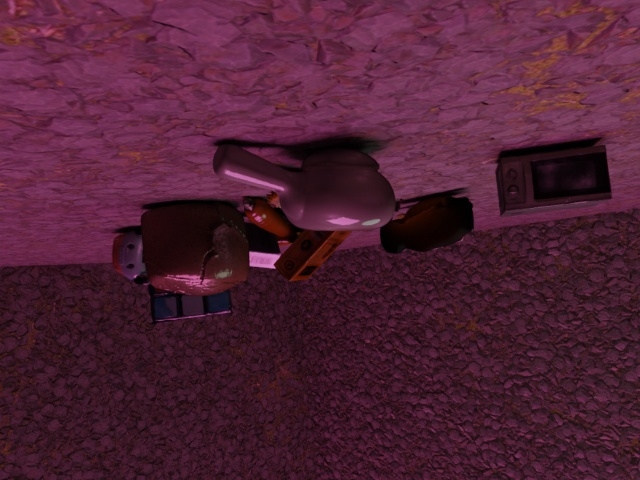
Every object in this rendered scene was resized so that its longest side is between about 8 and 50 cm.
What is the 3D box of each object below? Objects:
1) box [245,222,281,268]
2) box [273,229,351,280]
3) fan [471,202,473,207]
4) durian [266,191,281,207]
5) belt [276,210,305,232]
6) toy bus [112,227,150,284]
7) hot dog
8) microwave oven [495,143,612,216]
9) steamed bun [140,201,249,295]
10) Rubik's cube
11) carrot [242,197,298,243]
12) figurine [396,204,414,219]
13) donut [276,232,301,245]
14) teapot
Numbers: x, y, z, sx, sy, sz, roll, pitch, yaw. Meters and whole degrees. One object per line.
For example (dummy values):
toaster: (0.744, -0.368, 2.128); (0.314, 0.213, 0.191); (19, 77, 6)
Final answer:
box: (-0.258, 0.007, 1.650); (0.243, 0.067, 0.155); (7, -146, -21)
box: (0.000, 0.000, 1.565); (0.274, 0.076, 0.174); (-48, 165, 9)
fan: (0.482, -0.114, 1.872); (0.082, 0.039, 0.155); (-2, 173, -31)
durian: (-0.053, -0.112, 1.105); (0.141, 0.078, 0.224); (6, 171, 28)
belt: (-0.088, -0.067, 1.629); (0.152, 0.079, 0.121); (7, -174, 10)
toy bus: (-0.592, 0.051, 1.846); (0.232, 0.193, 0.288); (1, -179, 41)
hot dog: (0.345, -0.070, 1.678); (0.326, 0.193, 0.107); (-3, -154, 34)
microwave oven: (0.490, -0.129, 1.126); (0.205, 0.129, 0.163); (-6, 178, 13)
steamed bun: (-0.311, 0.012, 1.405); (0.301, 0.251, 0.199); (2, 158, -43)
Rubik's cube: (-0.604, 0.174, 2.384); (0.364, 0.358, 0.362); (-6, 175, -19)
carrot: (-0.123, -0.045, 1.479); (0.069, 0.069, 0.336); (-7, 157, 25)
figurine: (0.386, -0.064, 1.806); (0.272, 0.143, 0.143); (-8, 175, 26)
donut: (-0.139, -0.019, 1.889); (0.254, 0.118, 0.253); (-5, 173, -1)
teapot: (-0.005, -0.090, 0.908); (0.220, 0.148, 0.318); (0, 180, 34)
